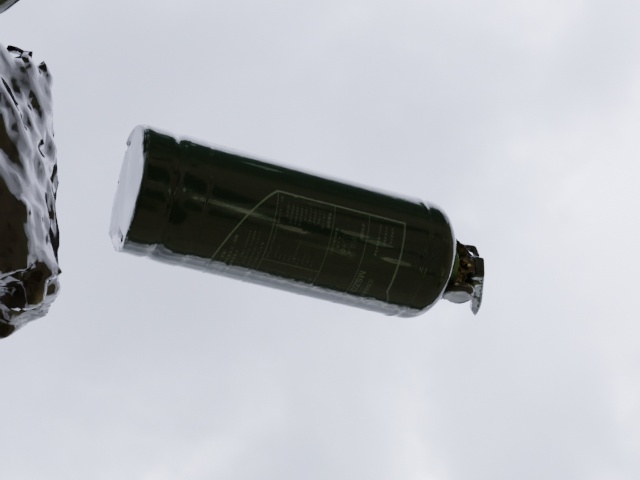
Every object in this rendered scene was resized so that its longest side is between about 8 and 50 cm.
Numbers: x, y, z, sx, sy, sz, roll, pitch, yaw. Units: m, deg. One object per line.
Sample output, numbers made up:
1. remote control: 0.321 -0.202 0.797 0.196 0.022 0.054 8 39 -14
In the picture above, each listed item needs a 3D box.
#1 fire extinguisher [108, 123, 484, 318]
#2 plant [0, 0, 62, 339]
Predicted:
1. fire extinguisher: 0.000 0.000 0.998 0.311 0.114 0.095 13 -126 -18
2. plant: -0.193 -0.086 0.577 0.149 0.146 0.274 -12 -111 3
